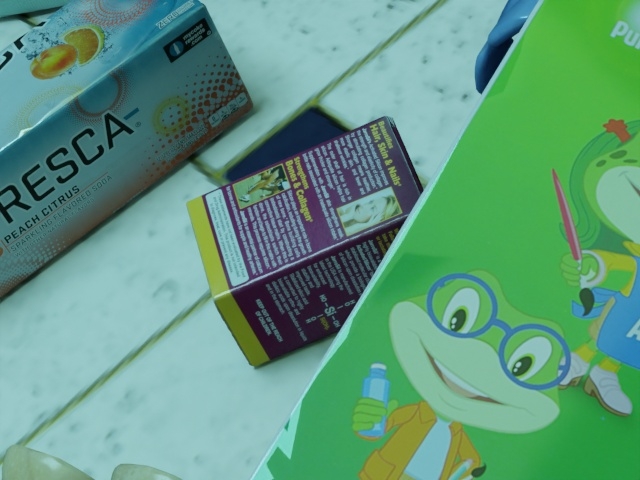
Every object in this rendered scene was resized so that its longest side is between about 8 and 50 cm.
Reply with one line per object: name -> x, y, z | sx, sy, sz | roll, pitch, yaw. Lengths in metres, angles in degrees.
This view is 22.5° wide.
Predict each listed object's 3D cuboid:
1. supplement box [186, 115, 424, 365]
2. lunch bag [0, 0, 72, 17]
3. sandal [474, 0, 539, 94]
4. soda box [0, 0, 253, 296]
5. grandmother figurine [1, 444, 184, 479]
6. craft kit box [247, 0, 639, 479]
supplement box -> 0.000, 0.000, 0.584 | 0.083, 0.043, 0.055 | -23, 45, 4
lunch bag -> -0.108, -0.242, 0.721 | 0.262, 0.223, 0.160 | -36, 52, -9
sandal -> 0.175, -0.082, 0.533 | 0.317, 0.126, 0.138 | -28, 41, -4
soda box -> -0.121, -0.034, 0.652 | 0.183, 0.063, 0.058 | -38, 46, -12
grandmother figurine -> -0.121, 0.219, 0.409 | 0.208, 0.104, 0.342 | -9, 43, 54
craft kit box -> 0.128, 0.057, 0.384 | 0.250, 0.061, 0.246 | 27, 72, 15
